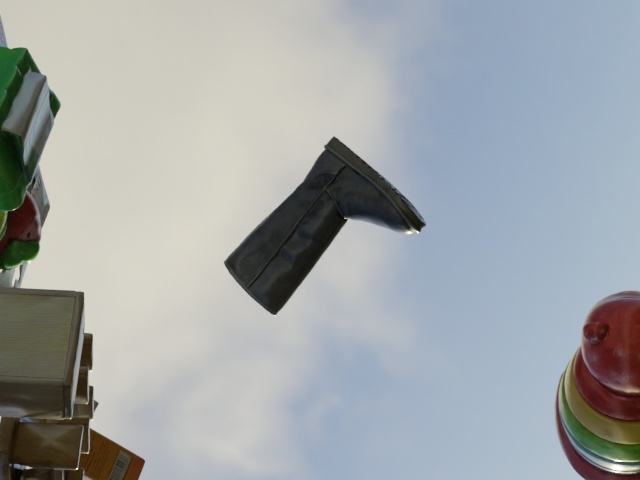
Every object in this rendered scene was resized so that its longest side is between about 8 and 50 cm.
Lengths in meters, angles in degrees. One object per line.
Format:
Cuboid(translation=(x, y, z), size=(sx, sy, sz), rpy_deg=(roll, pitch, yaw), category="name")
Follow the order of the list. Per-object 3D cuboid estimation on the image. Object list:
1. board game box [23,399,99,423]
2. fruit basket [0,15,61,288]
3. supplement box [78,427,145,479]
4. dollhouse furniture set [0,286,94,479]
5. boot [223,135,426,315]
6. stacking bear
Cuboid(translation=(-0.309, 0.193, 1.665), size=(0.090, 0.020, 0.090), rpy_deg=(43, -146, -15), category="board game box")
Cuboid(translation=(-0.421, -0.071, 1.923), size=(0.327, 0.165, 0.353), rpy_deg=(-80, -16, -47), category="fruit basket")
Cuboid(translation=(-0.394, 0.339, 2.327), size=(0.233, 0.078, 0.080), rpy_deg=(42, -118, -39), category="supplement box")
Cuboid(translation=(-0.278, 0.153, 1.185), size=(0.212, 0.161, 0.242), rpy_deg=(-91, 7, -45), category="dollhouse furniture set")
Cuboid(translation=(0.002, 0.002, 1.686), size=(0.208, 0.189, 0.076), rpy_deg=(-48, -40, 0), category="boot")
Cuboid(translation=(0.346, 0.158, 1.619), size=(0.289, 0.175, 0.164), rpy_deg=(75, -153, -57), category="stacking bear")
